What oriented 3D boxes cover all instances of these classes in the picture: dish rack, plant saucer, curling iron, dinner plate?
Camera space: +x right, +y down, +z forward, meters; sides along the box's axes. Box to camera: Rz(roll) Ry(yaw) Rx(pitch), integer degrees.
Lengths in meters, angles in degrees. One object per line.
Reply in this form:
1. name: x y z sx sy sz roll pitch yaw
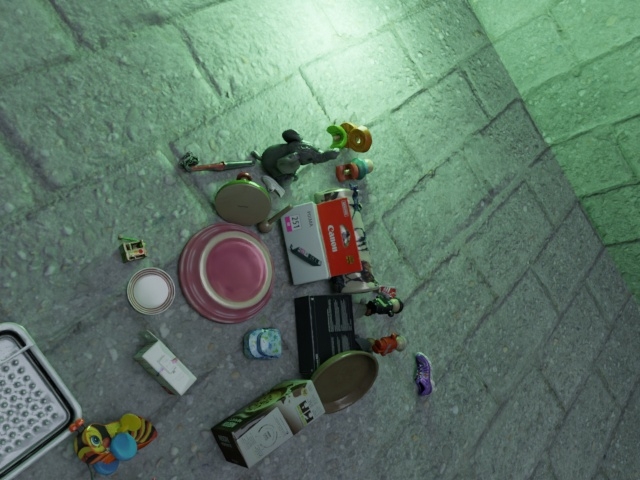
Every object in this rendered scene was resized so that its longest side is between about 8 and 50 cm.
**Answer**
1. dish rack: -0.790 0.401 1.277 0.285 0.072 0.332 -37 100 -35
2. plant saucer: 0.070 0.471 1.760 0.278 0.041 0.277 -16 129 -21
3. curling iron: -0.340 -0.263 1.763 0.274 0.035 0.068 -4 81 -34
4. dinner plate: -0.505 0.151 1.562 0.141 0.017 0.141 9 73 -31
5. plant saucer: -0.284 0.099 1.682 0.332 0.084 0.332 9 73 -33

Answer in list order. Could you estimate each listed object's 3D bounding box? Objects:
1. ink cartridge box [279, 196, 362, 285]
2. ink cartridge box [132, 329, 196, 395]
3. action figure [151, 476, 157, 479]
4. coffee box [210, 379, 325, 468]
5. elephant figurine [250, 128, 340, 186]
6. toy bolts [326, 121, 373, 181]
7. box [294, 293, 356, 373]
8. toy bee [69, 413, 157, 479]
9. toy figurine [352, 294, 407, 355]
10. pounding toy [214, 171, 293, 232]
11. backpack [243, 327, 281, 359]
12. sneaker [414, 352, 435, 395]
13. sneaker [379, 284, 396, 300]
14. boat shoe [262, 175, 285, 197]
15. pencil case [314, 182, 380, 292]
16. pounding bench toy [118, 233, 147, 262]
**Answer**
1. ink cartridge box: 0.000 0.000 1.822 0.060 0.239 0.275 17 61 -77
2. ink cartridge box: -0.457 0.348 1.485 0.198 0.115 0.067 50 57 -12
3. action figure: -0.410 0.777 1.304 0.248 0.276 0.370 -21 118 -52
4. coffee box: -0.159 0.549 1.601 0.297 0.168 0.118 -26 93 -36
5. elephant figurine: -0.087 -0.302 1.813 0.186 0.239 0.169 -27 90 -36
6. toy bolts: 0.155 -0.348 2.030 0.159 0.218 0.228 -22 109 -41
7. box: 0.019 0.322 1.816 0.184 0.103 0.261 4 77 -36
8. toy bee: -0.544 0.504 1.327 0.195 0.298 0.162 -37 85 -4
9. toy figurine: 0.196 0.307 1.874 0.148 0.210 0.212 2 76 -40
10. pounding toy: -0.231 -0.141 1.747 0.237 0.183 0.110 26 39 -26
11. backpack: -0.184 0.333 1.689 0.114 0.084 0.104 3 74 -30
12. sneaker: 0.397 0.522 2.041 0.071 0.068 0.169 -9 84 -29
13. sneaker: 0.249 0.207 2.034 0.119 0.042 0.067 6 72 -35
14. boat shoe: -0.171 -0.189 1.860 0.100 0.035 0.035 43 56 -25
15. pencil case: 0.104 0.006 1.917 0.184 0.160 0.410 -10 83 -20
16. pounding bench toy: -0.552 0.017 1.542 0.065 0.052 0.083 -15 87 -35
